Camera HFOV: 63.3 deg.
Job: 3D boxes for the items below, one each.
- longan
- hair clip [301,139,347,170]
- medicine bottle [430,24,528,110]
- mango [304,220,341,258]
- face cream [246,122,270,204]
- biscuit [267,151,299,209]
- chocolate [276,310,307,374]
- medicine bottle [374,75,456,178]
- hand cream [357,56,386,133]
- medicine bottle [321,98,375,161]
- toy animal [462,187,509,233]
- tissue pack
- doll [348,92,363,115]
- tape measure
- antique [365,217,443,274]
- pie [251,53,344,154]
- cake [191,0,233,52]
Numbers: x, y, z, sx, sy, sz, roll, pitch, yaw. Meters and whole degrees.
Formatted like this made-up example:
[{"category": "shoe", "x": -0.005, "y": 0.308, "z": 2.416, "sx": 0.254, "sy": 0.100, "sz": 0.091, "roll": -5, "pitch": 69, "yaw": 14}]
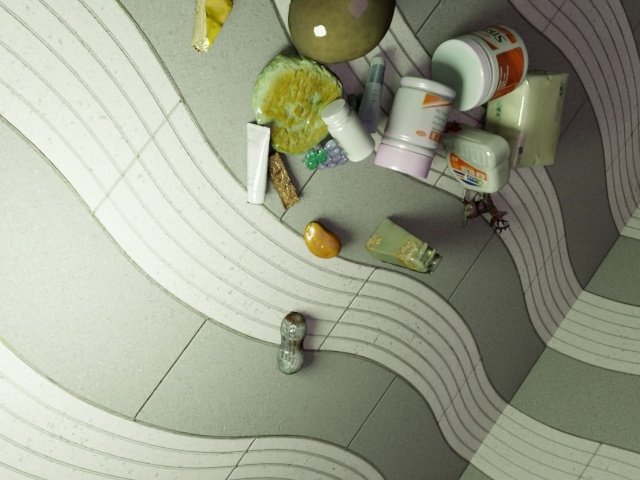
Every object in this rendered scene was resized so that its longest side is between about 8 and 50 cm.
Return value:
[{"category": "longan", "x": 0.055, "y": -0.654, "z": 1.456, "sx": 0.319, "sy": 0.319, "sz": 0.318, "roll": -13, "pitch": 115, "yaw": -30}, {"category": "hair clip", "x": 0.022, "y": -0.290, "z": 1.727, "sx": 0.196, "sy": 0.052, "sz": 0.124, "roll": -17, "pitch": 143, "yaw": -33}, {"category": "medicine bottle", "x": 0.565, "y": -0.615, "z": 1.851, "sx": 0.241, "sy": 0.253, "sz": 0.252, "roll": -27, "pitch": 121, "yaw": -25}, {"category": "mango", "x": 0.000, "y": 0.000, "z": 1.813, "sx": 0.105, "sy": 0.084, "sz": 0.159, "roll": -43, "pitch": 108, "yaw": 6}, {"category": "face cream", "x": -0.192, "y": -0.230, "z": 1.589, "sx": 0.058, "sy": 0.092, "sz": 0.243, "roll": -25, "pitch": 126, "yaw": -49}, {"category": "biscuit", "x": -0.127, "y": -0.192, "z": 1.675, "sx": 0.064, "sy": 0.034, "sz": 0.199, "roll": -35, "pitch": 125, "yaw": -18}, {"category": "chocolate", "x": -0.101, "y": 0.374, "z": 1.871, "sx": 0.110, "sy": 0.110, "sz": 0.247, "roll": -8, "pitch": 115, "yaw": -32}, {"category": "medicine bottle", "x": 0.326, "y": -0.389, "z": 1.808, "sx": 0.202, "sy": 0.202, "sz": 0.315, "roll": 9, "pitch": 103, "yaw": -37}, {"category": "hand cream", "x": 0.173, "y": -0.479, "z": 1.717, "sx": 0.080, "sy": 0.048, "sz": 0.255, "roll": 14, "pitch": 83, "yaw": -18}, {"category": "medicine bottle", "x": 0.088, "y": -0.347, "z": 1.640, "sx": 0.102, "sy": 0.103, "sz": 0.186, "roll": -49, "pitch": 125, "yaw": -10}, {"category": "toy animal", "x": 0.711, "y": -0.137, "z": 2.267, "sx": 0.244, "sy": 0.087, "sz": 0.259, "roll": -15, "pitch": 118, "yaw": -15}, {"category": "tissue pack", "x": 0.821, "y": -0.494, "z": 2.105, "sx": 0.297, "sy": 0.207, "sz": 0.379, "roll": -13, "pitch": 115, "yaw": -29}, {"category": "doll", "x": 0.128, "y": -0.418, "z": 1.745, "sx": 0.115, "sy": 0.078, "sz": 0.150, "roll": -16, "pitch": 106, "yaw": -41}, {"category": "tape measure", "x": 0.601, "y": -0.320, "z": 2.000, "sx": 0.130, "sy": 0.258, "sz": 0.265, "roll": -37, "pitch": 132, "yaw": -19}, {"category": "antique", "x": 0.314, "y": 0.034, "z": 1.912, "sx": 0.125, "sy": 0.284, "sz": 0.150, "roll": 37, "pitch": 84, "yaw": -39}, {"category": "pie", "x": -0.070, "y": -0.415, "z": 1.609, "sx": 0.324, "sy": 0.071, "sz": 0.322, "roll": -15, "pitch": 120, "yaw": -27}, {"category": "cake", "x": -0.303, "y": -0.601, "z": 1.367, "sx": 0.184, "sy": 0.080, "sz": 0.116, "roll": -52, "pitch": 131, "yaw": -2}]
